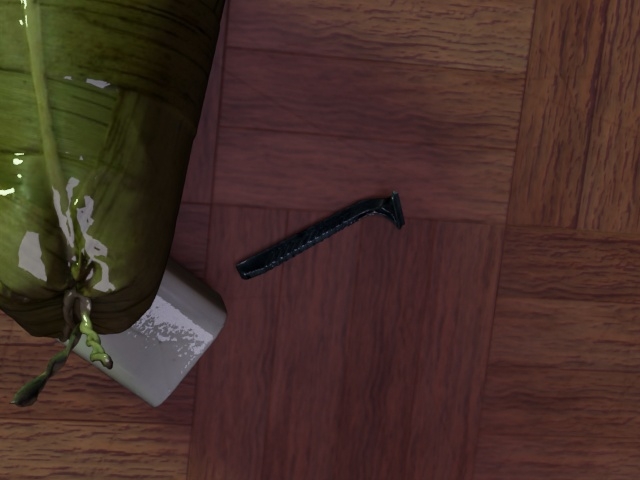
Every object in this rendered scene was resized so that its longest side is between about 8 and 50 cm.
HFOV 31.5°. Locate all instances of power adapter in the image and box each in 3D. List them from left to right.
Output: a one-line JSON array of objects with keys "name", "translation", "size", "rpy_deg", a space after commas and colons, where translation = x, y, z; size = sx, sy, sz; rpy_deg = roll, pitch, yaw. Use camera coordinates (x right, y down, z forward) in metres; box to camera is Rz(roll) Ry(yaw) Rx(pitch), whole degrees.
[{"name": "power adapter", "translation": [-0.214, 0.053, 1.147], "size": [0.205, 0.130, 0.125], "rpy_deg": [38, 94, -15]}]

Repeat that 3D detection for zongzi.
[{"name": "zongzi", "translation": [-0.342, -0.113, 1.003], "size": [0.467, 0.218, 0.500], "rpy_deg": [9, 73, 1]}]

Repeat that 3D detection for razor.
[{"name": "razor", "translation": [-0.002, -0.005, 1.228], "size": [0.190, 0.033, 0.066], "rpy_deg": [-24, 147, -1]}]
